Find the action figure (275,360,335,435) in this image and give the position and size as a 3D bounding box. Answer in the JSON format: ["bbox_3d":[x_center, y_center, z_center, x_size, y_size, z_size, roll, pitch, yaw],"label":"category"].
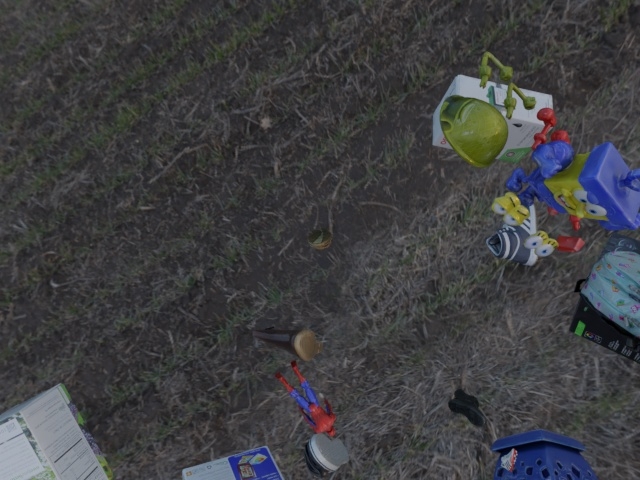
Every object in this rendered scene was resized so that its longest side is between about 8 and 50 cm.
[{"bbox_3d":[-0.040,0.499,1.523,0.091,0.139,0.281,-34,103,-9],"label":"action figure"}]

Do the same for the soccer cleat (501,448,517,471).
[{"bbox_3d":[0.502,0.583,1.282,0.035,0.083,0.029,15,39,29],"label":"soccer cleat"}]

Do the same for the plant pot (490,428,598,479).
[{"bbox_3d":[0.666,0.700,1.438,0.236,0.235,0.212,-44,33,45],"label":"plant pot"}]

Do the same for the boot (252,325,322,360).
[{"bbox_3d":[-0.116,0.310,1.474,0.206,0.248,0.090,7,75,15],"label":"boot"}]

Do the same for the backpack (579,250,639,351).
[{"bbox_3d":[0.536,0.100,0.802,0.182,0.151,0.115,-120,42,-56],"label":"backpack"}]

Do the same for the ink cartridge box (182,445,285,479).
[{"bbox_3d":[-0.260,0.821,1.542,0.307,0.303,0.072,39,128,55],"label":"ink cartridge box"}]

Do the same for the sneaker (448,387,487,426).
[{"bbox_3d":[0.462,0.509,1.475,0.170,0.089,0.051,10,106,59],"label":"sneaker"}]

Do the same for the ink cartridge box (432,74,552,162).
[{"bbox_3d":[0.385,-0.273,1.100,0.219,0.160,0.093,10,67,-4],"label":"ink cartridge box"}]

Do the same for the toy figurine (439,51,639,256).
[{"bbox_3d":[0.372,-0.119,0.697,0.191,0.362,0.217,-53,24,-10],"label":"toy figurine"}]

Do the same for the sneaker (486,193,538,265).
[{"bbox_3d":[0.666,-0.053,1.686,0.153,0.099,0.283,8,61,-3],"label":"sneaker"}]

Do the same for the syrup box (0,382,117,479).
[{"bbox_3d":[-0.374,0.341,0.682,0.093,0.096,0.237,-27,94,8],"label":"syrup box"}]

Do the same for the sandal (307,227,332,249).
[{"bbox_3d":[0.000,0.000,1.431,0.072,0.180,0.049,-8,101,1],"label":"sandal"}]

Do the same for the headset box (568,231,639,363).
[{"bbox_3d":[0.672,0.141,0.978,0.283,0.246,0.131,28,67,31],"label":"headset box"}]

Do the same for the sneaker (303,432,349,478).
[{"bbox_3d":[0.000,0.757,1.669,0.127,0.321,0.126,-30,58,4],"label":"sneaker"}]
